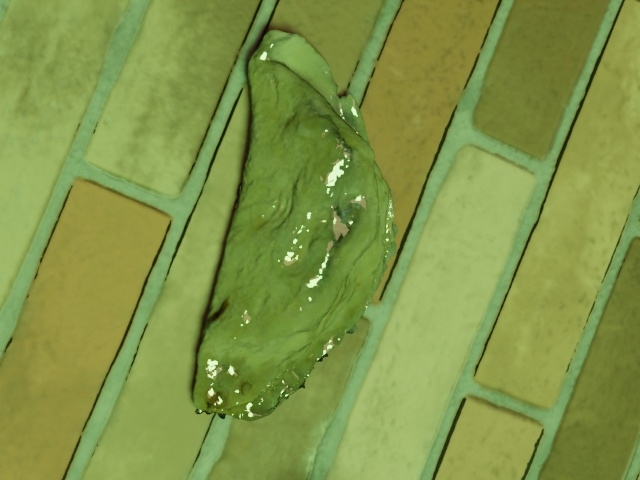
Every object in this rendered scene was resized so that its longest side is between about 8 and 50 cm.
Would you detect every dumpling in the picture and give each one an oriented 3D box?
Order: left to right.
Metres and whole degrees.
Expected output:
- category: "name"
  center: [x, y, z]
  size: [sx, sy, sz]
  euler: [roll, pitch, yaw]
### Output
- category: "dumpling"
  center: [-0.002, 0.000, 1.025]
  size: [0.166, 0.086, 0.332]
  euler: [9, 95, -15]
